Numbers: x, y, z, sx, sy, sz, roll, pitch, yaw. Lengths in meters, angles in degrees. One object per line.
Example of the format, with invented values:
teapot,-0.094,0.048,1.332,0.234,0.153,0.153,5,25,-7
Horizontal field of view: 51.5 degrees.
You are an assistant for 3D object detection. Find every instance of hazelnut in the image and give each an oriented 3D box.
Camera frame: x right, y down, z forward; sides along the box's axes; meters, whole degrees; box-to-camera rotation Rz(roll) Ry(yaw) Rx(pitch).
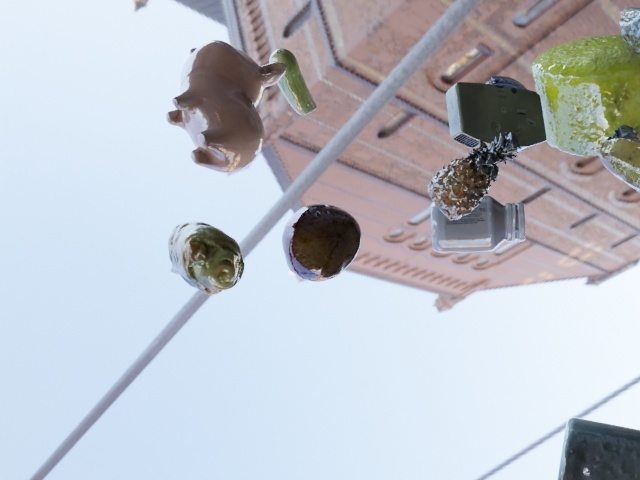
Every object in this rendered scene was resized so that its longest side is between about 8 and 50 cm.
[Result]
hazelnut,0.000,0.000,1.843,0.229,0.229,0.230,31,-139,-30

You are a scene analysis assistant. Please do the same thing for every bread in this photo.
bread,0.816,-0.434,1.959,0.348,0.348,0.308,-66,-36,-52
bread,-0.239,0.033,1.366,0.152,0.267,0.130,46,-103,-15

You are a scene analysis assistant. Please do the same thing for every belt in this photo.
belt,0.543,-0.391,1.929,0.190,0.141,0.082,39,-158,-14

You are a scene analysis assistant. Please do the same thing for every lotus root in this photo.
lotus root,0.752,-0.166,1.519,0.097,0.110,0.258,30,-167,-41

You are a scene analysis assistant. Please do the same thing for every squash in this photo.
squash,-0.077,-0.447,1.898,0.250,0.083,0.083,56,-160,-54

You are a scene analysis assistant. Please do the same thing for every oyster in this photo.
oyster,0.851,-0.519,1.589,0.158,0.351,0.162,-21,-62,-20

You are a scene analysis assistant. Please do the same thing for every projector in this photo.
projector,0.466,-0.311,1.764,0.269,0.088,0.194,2,-105,-20

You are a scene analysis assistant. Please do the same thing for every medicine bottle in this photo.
medicine bottle,0.378,-0.040,1.595,0.135,0.215,0.135,-3,-90,-77

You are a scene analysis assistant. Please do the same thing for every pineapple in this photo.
pineapple,0.299,-0.129,1.263,0.108,0.197,0.108,41,-159,-19

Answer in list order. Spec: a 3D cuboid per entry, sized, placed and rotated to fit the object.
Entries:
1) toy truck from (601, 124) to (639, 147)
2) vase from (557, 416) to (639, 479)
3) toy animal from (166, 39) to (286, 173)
toy truck,0.790,-0.243,1.719,0.074,0.088,0.202,41,-152,2
vase,0.617,0.467,1.290,0.245,0.291,0.245,9,-90,-69
toy animal,-0.226,-0.318,1.563,0.269,0.237,0.326,-17,-103,-42
